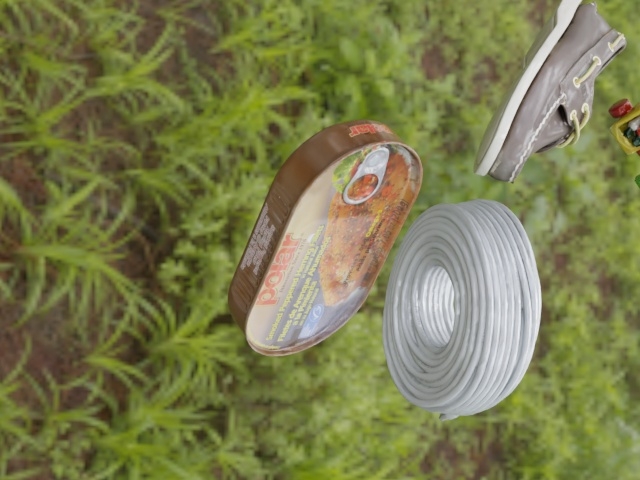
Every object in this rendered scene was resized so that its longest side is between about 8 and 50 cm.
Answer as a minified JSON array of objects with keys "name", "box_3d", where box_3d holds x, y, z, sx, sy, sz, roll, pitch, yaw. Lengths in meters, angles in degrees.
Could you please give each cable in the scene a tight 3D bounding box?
[{"name":"cable","box_3d":[0.161,0.079,1.589,0.089,0.257,0.257,3,75,-25]}]

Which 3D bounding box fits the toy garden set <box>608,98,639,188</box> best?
[{"name":"toy garden set","box_3d":[0.469,-0.109,1.536,0.204,0.244,0.049,53,34,-14]}]

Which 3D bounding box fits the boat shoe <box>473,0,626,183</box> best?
[{"name":"boat shoe","box_3d":[0.261,-0.163,1.493,0.324,0.096,0.117,-57,179,-45]}]

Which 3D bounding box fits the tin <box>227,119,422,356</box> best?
[{"name":"tin","box_3d":[0.000,0.000,0.903,0.106,0.040,0.190,-10,137,-41]}]
